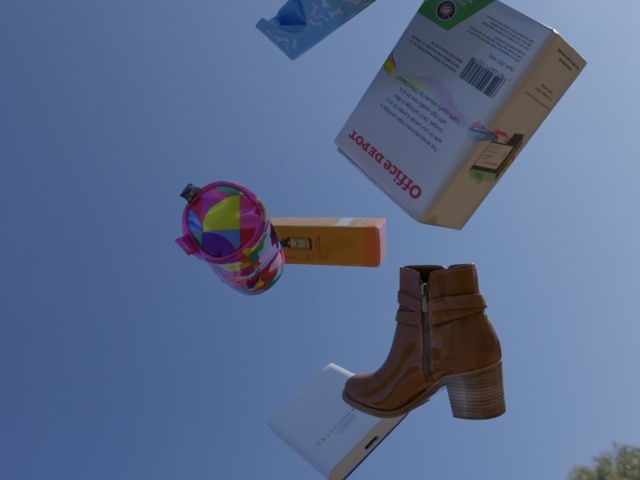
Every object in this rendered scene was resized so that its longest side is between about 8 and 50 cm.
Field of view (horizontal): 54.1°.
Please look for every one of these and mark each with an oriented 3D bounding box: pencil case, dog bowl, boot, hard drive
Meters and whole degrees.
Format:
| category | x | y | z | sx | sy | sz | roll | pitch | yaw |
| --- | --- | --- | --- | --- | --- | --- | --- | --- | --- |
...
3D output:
| category | x | y | z | sx | sy | sz | roll | pitch | yaw |
| --- | --- | --- | --- | --- | --- | --- | --- | --- | --- |
| pencil case | -0.105 | 0.004 | 0.780 | 0.104 | 0.104 | 0.236 | -40 | -15 | -6 |
| dog bowl | 0.021 | -0.328 | 0.840 | 0.166 | 0.297 | 0.074 | -42 | -74 | -19 |
| boot | 0.133 | 0.149 | 0.939 | 0.109 | 0.283 | 0.220 | -13 | -88 | -43 |
| hard drive | 0.028 | 0.378 | 1.339 | 0.210 | 0.319 | 0.040 | -41 | -72 | -18 |

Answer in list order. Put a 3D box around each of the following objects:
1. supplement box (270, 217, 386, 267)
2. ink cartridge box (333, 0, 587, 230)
| category | x | y | z | sx | sy | sz | roll | pitch | yaw |
| --- | --- | --- | --- | --- | --- | --- | --- | --- | --- |
| supplement box | 0.000 | 0.000 | 1.146 | 0.233 | 0.080 | 0.078 | 1 | -73 | 15 |
| ink cartridge box | 0.177 | -0.182 | 0.850 | 0.117 | 0.201 | 0.278 | 10 | -60 | -49 |
